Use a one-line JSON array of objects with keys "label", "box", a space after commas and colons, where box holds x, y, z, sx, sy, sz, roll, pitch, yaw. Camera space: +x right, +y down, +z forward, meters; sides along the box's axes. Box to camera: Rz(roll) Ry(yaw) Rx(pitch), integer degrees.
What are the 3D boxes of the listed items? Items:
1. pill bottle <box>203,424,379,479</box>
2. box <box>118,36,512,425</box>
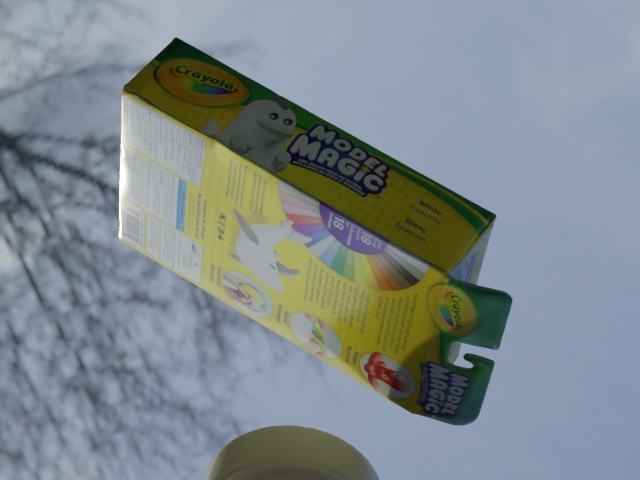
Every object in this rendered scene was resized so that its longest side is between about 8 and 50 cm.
[{"label": "pill bottle", "box": [-0.019, 0.162, 0.791, 0.108, 0.108, 0.180, -13, -148, 14]}, {"label": "box", "box": [0.000, 0.000, 0.802, 0.179, 0.105, 0.043, 32, -124, 16]}]
